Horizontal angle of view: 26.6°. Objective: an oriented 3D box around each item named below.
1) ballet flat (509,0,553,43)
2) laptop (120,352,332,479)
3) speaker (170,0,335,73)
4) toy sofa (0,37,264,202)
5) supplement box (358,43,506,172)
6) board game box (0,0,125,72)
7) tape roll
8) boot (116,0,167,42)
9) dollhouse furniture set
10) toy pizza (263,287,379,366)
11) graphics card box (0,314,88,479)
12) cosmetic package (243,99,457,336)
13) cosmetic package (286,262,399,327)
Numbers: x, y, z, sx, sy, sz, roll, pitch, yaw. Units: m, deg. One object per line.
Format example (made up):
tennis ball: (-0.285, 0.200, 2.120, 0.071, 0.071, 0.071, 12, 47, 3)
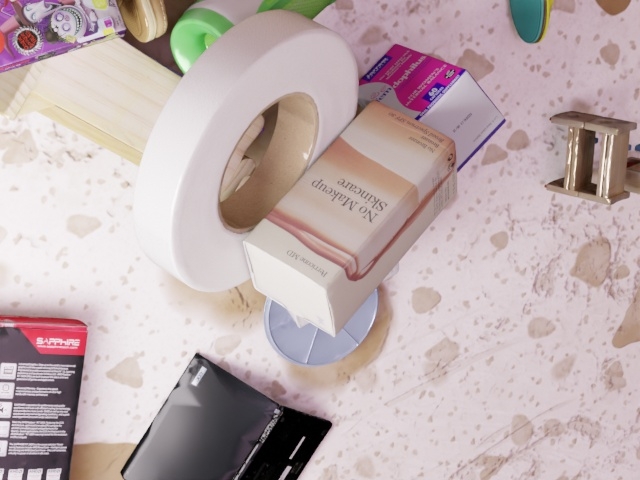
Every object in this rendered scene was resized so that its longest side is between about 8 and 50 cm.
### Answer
ballet flat: (0.331, -0.424, 2.107, 0.077, 0.077, 0.231, -32, 118, -31)
laptop: (-0.146, 0.337, 2.181, 0.234, 0.136, 0.264, -57, 146, 3)
speaker: (-0.075, -0.323, 1.846, 0.296, 0.131, 0.131, -48, 126, -39)
toy sofa: (-0.266, -0.177, 1.861, 0.362, 0.150, 0.177, 29, 89, -31)
supplement box: (0.155, -0.200, 2.013, 0.111, 0.220, 0.114, -47, 120, -5)
board game box: (-0.395, -0.392, 1.686, 0.208, 0.056, 0.347, -20, 90, -7)
tape roll: (-0.090, -0.114, 1.785, 0.392, 0.072, 0.392, -44, 152, -31)
boot: (-0.188, -0.392, 1.798, 0.203, 0.095, 0.262, -10, 70, -26)
dollhouse furniture set: (0.480, -0.150, 2.261, 0.184, 0.129, 0.129, -18, 117, -46)
toy pizza: (-0.001, 0.106, 2.157, 0.201, 0.032, 0.201, -9, 113, -22)
graphics card box: (-0.472, 0.290, 1.931, 0.233, 0.094, 0.371, 4, 95, -27)
cosmetic package: (0.046, -0.035, 1.869, 0.296, 0.153, 0.129, -50, 154, -23)
cosmetic package: (0.000, 0.000, 2.023, 0.184, 0.151, 0.151, -29, 146, -13)
